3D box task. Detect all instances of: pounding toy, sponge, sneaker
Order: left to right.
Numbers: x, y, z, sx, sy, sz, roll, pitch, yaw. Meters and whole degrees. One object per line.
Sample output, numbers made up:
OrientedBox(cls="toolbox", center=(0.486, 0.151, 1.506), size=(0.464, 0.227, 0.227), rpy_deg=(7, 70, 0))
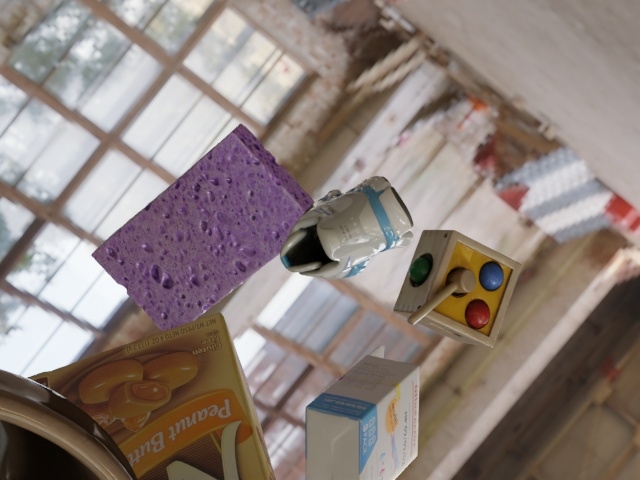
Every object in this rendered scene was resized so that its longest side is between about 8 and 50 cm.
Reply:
OrientedBox(cls="sponge", center=(-0.110, -0.006, 1.247), size=(0.117, 0.210, 0.031), rpy_deg=(49, -152, -7))
OrientedBox(cls="sneaker", center=(0.000, 0.000, 1.017), size=(0.071, 0.083, 0.191), rpy_deg=(63, 162, 4))
OrientedBox(cls="pounding toy", center=(0.158, 0.061, 1.576), size=(0.141, 0.130, 0.100), rpy_deg=(26, 169, -26))

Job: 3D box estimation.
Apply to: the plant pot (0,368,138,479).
OrientedBox(cls="plant pot", center=(-0.246, 0.176, 0.821), size=(0.263, 0.263, 0.229), rpy_deg=(38, -179, -21))

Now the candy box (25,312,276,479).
OrientedBox(cls="candy box", center=(-0.124, 0.208, 1.020), size=(0.316, 0.183, 0.087), rpy_deg=(-112, 3, -52))

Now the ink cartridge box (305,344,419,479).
OrientedBox(cls="ink cartridge box", center=(0.051, 0.182, 1.296), size=(0.062, 0.104, 0.181), rpy_deg=(9, -160, 24))
